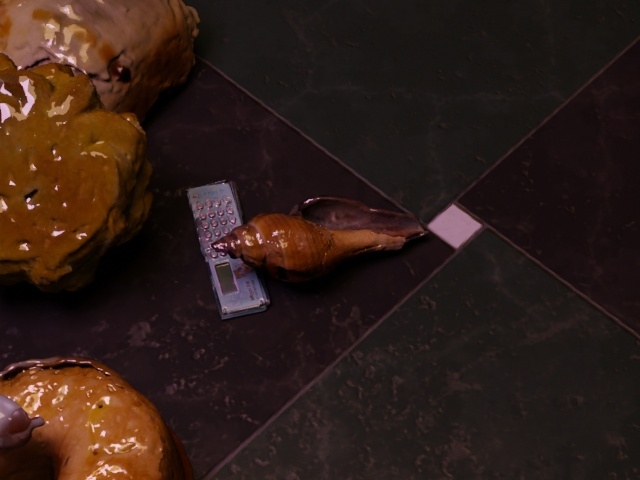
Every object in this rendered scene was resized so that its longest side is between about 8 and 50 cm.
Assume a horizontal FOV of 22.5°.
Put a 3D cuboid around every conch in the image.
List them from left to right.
[{"bbox_3d":[-0.005,0.001,1.696,0.233,0.080,0.086,-13,65,-38],"label":"conch"}]

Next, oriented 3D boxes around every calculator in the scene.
[{"bbox_3d":[-0.099,0.007,1.722,0.057,0.018,0.172,-13,57,-7],"label":"calculator"}]

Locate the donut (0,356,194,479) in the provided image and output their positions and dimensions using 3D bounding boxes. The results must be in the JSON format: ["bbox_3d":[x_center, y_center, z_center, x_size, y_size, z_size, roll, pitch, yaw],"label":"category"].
[{"bbox_3d":[-0.269,0.257,1.460,0.299,0.150,0.317,2,53,10],"label":"donut"}]

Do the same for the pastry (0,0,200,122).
[{"bbox_3d":[-0.277,-0.242,1.805,0.237,0.170,0.256,31,55,16],"label":"pastry"}]

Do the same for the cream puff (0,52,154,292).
[{"bbox_3d":[-0.292,-0.066,1.649,0.244,0.196,0.244,-3,80,18],"label":"cream puff"}]

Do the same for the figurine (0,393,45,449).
[{"bbox_3d":[-0.346,0.165,1.383,0.205,0.103,0.260,-18,61,-4],"label":"figurine"}]
